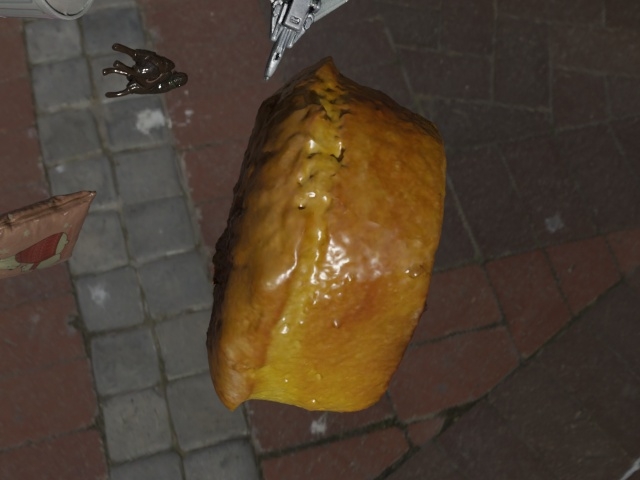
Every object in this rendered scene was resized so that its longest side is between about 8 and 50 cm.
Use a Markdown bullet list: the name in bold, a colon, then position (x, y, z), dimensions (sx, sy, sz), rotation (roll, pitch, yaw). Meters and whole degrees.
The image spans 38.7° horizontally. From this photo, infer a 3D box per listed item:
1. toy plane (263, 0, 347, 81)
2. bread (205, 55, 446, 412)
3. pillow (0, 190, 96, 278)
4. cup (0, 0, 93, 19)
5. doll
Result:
- **toy plane**: position (-0.066, -0.467, 1.955), dimensions (0.212, 0.088, 0.267), rotation (20, 94, -19)
- **bread**: position (-0.001, 0.003, 0.794), dimensions (0.172, 0.312, 0.312), rotation (15, 61, -8)
- **pillow**: position (-0.536, -0.002, 1.674), dimensions (0.223, 0.236, 0.084), rotation (-17, 72, -38)
- **cup**: position (-0.440, -0.392, 1.336), dimensions (0.202, 0.221, 0.167), rotation (4, 69, 21)
- **doll**: position (-0.325, -0.313, 1.719), dimensions (0.165, 0.139, 0.057), rotation (-3, 71, -27)
